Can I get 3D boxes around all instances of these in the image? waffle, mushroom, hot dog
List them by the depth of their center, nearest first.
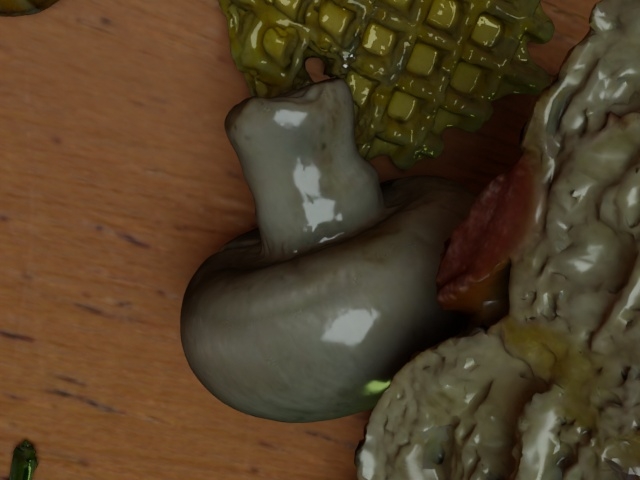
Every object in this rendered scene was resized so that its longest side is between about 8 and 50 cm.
[{"bbox_3d":[0.213,0.057,0.704,0.365,0.196,0.367,9,108,-49],"label":"hot dog"},{"bbox_3d":[0.000,0.000,0.774,0.244,0.243,0.243,-2,107,-8],"label":"mushroom"},{"bbox_3d":[0.050,-0.181,0.823,0.250,0.056,0.261,-21,106,-3],"label":"waffle"}]

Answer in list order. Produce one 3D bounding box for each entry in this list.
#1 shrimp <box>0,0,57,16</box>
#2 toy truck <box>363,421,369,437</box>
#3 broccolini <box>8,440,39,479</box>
[{"bbox_3d":[-0.203,-0.263,0.764,0.150,0.051,0.217,35,103,-9],"label":"shrimp"},{"bbox_3d":[0.138,0.241,0.899,0.265,0.189,0.239,22,94,-14],"label":"toy truck"},{"bbox_3d":[-0.258,0.265,0.906,0.074,0.058,0.201,4,107,-17],"label":"broccolini"}]
